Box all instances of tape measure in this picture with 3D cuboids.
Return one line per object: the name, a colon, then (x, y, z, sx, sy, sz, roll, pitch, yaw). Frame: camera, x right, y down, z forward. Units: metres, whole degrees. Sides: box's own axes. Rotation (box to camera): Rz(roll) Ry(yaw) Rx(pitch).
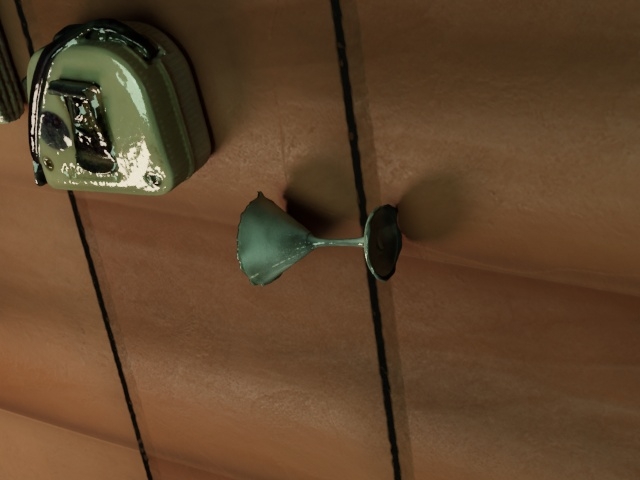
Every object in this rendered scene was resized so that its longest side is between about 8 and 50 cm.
tape measure: (-0.296, -0.175, 1.449, 0.271, 0.133, 0.231, 5, 123, 35)

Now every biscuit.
biscuit: (-0.497, -0.276, 1.563, 0.108, 0.062, 0.238, 8, 123, 31)

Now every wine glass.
wine glass: (0.000, 0.000, 1.378, 0.183, 0.122, 0.122, -2, 119, 30)
